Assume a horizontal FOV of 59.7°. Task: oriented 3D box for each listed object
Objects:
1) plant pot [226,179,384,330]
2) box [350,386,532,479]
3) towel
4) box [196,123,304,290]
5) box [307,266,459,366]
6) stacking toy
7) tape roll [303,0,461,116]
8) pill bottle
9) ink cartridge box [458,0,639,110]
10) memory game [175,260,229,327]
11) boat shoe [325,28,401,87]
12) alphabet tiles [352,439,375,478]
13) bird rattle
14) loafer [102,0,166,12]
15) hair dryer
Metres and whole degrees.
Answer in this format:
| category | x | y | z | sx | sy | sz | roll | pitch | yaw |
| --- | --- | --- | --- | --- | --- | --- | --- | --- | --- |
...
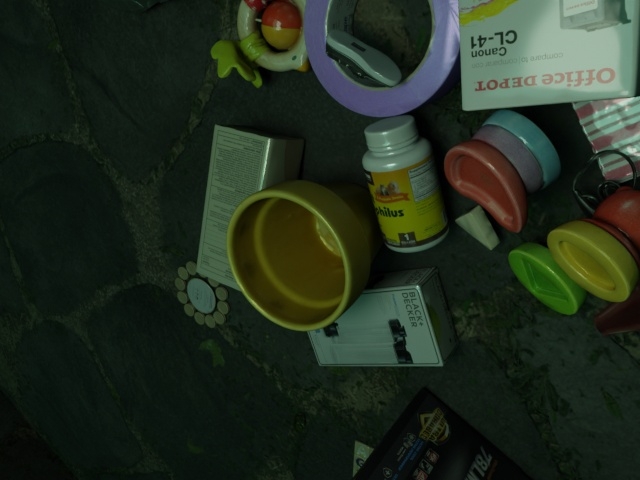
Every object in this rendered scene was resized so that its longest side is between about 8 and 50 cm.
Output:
| category | x | y | z | sx | sy | sz | roll | pitch | yaw |
| --- | --- | --- | --- | --- | --- | --- | --- | --- | --- |
| plant pot | 0.000 | 0.000 | 1.015 | 0.254 | 0.239 | 0.253 | 14 | 117 | 29 |
| box | 0.231 | 0.459 | 1.017 | 0.293 | 0.295 | 0.073 | 38 | 128 | 17 |
| towel | 0.434 | -0.188 | 0.775 | 0.144 | 0.029 | 0.197 | -24 | 95 | 38 |
| box | -0.144 | -0.067 | 1.125 | 0.148 | 0.121 | 0.311 | 20 | 108 | 27 |
| box | 0.108 | 0.157 | 1.106 | 0.290 | 0.087 | 0.169 | -9 | 104 | 36 |
| stacking toy | 0.336 | -0.042 | 0.821 | 0.309 | 0.130 | 0.279 | 47 | 173 | 22 |
| tape roll | 0.110 | -0.342 | 0.894 | 0.275 | 0.090 | 0.274 | 14 | 117 | 30 |
| pill bottle | 0.140 | -0.095 | 0.936 | 0.117 | 0.117 | 0.215 | 0 | 120 | 34 |
| ink cartridge box | 0.303 | -0.333 | 0.724 | 0.226 | 0.131 | 0.306 | 4 | 106 | 36 |
| memory game | -0.304 | 0.139 | 1.429 | 0.186 | 0.012 | 0.186 | 14 | 116 | 30 |
| boat shoe | 0.065 | -0.278 | 0.870 | 0.142 | 0.049 | 0.040 | 40 | 146 | 16 |
| alphabet tiles | 0.179 | 0.586 | 1.289 | 0.237 | 0.009 | 0.198 | 15 | 117 | 29 |
| bird rattle | -0.091 | -0.405 | 1.015 | 0.207 | 0.143 | 0.253 | 16 | 105 | 16 |
| loafer | -0.363 | -0.538 | 1.156 | 0.268 | 0.084 | 0.096 | 11 | 146 | 35 |
| hair dryer | 0.472 | 0.022 | 0.813 | 0.224 | 0.080 | 0.293 | 25 | 125 | 37 |
